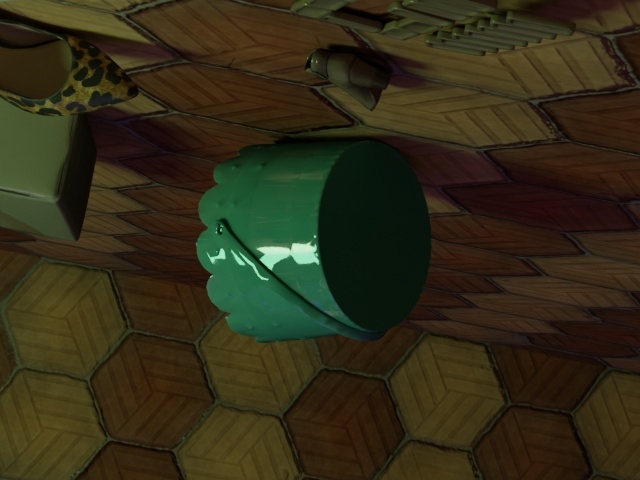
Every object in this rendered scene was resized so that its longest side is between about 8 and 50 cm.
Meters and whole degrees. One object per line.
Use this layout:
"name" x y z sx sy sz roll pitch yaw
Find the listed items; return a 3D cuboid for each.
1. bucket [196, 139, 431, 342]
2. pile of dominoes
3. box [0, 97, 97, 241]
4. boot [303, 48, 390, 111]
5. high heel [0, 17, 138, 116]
"bucket" 0.000 0.000 2.009 0.183 0.281 0.281 -3 164 39
"pile of dominoes" 0.098 -0.213 1.411 0.196 0.040 0.251 12 178 -16
"box" -0.384 -0.100 2.154 0.121 0.148 0.311 11 169 -2
"boot" 0.025 -0.172 1.657 0.087 0.042 0.118 17 168 -4
"high heel" -0.336 -0.198 1.685 0.261 0.093 0.186 15 177 16
